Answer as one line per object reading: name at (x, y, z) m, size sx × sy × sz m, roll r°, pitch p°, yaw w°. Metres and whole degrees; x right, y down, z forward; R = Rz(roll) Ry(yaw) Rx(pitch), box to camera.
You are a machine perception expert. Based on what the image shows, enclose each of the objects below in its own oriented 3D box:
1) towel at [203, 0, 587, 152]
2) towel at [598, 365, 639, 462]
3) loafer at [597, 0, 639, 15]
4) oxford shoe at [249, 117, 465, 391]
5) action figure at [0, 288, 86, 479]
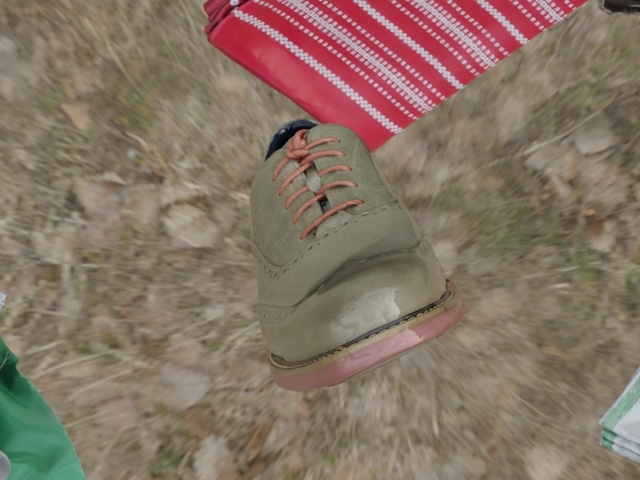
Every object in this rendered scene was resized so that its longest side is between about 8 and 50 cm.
towel at (0.076, -0.178, 1.297) m, size 0.275 × 0.199 × 0.031 m, roll -34°, pitch 43°, yaw 23°
towel at (0.255, 0.102, 1.109) m, size 0.152 × 0.023 × 0.113 m, roll 21°, pitch 66°, yaw 39°
loafer at (0.388, -0.233, 1.577) m, size 0.366 × 0.134 × 0.130 m, roll -5°, pitch 57°, yaw -19°
oxford shoe at (0.000, 0.000, 1.139) m, size 0.123 × 0.348 × 0.130 m, roll -23°, pitch 102°, yaw -4°
action figure at (-0.197, 0.045, 0.904) m, size 0.137 × 0.232 × 0.063 m, roll 1°, pitch 125°, yaw -18°
